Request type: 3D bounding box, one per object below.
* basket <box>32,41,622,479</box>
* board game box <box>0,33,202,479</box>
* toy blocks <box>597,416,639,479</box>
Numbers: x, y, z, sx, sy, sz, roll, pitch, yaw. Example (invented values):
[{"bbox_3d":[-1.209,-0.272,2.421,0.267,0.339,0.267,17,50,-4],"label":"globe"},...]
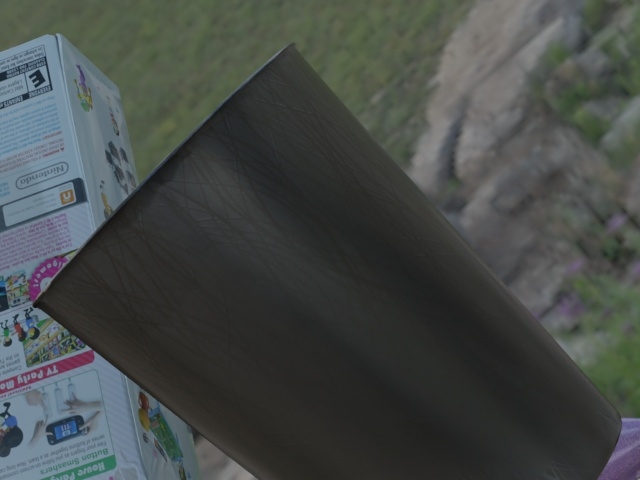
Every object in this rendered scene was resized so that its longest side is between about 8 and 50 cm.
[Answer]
[{"bbox_3d":[0.012,0.046,0.756,0.154,0.227,0.204,-45,4,25],"label":"basket"},{"bbox_3d":[-0.217,0.052,1.043,0.224,0.097,0.303,-19,67,12],"label":"board game box"},{"bbox_3d":[0.281,0.204,0.883,0.260,0.309,0.288,-33,46,40],"label":"toy blocks"}]
